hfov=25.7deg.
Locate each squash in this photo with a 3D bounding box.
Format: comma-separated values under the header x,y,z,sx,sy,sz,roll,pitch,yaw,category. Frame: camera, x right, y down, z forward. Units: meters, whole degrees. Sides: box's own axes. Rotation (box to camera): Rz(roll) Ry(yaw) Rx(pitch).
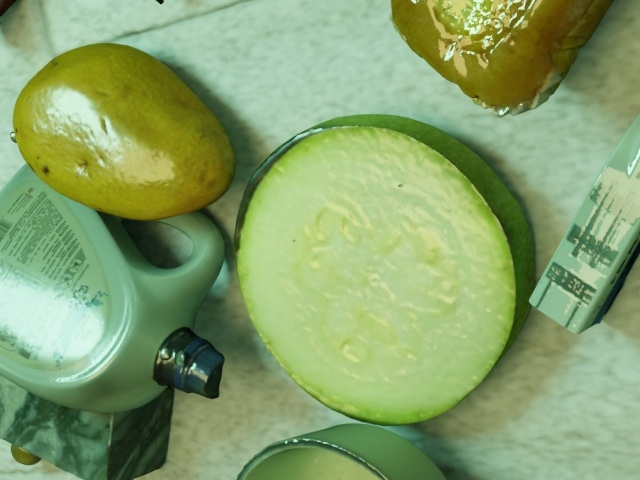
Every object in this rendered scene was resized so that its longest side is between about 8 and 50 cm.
x,y,z,sx,sy,sz,roll,pitch,yaw,category
0.044,0.022,1.127,0.252,0.049,0.252,10,111,26,squash

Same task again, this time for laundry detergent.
x,y,z,sx,sy,sz,roll,pitch,yaw,category
-0.190,0.051,1.262,0.280,0.105,0.215,22,74,28,laundry detergent

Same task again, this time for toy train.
x,y,z,sx,sy,sz,roll,pitch,yaw,category
0.227,-0.042,1.005,0.052,0.051,0.234,35,117,20,toy train

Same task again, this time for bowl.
x,y,z,sx,sy,sz,roll,pitch,yaw,category
0.036,0.239,1.151,0.211,0.112,0.211,13,114,31,bowl

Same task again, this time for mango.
x,y,z,sx,sy,sz,roll,pitch,yaw,category
-0.170,-0.095,1.235,0.227,0.109,0.147,20,78,25,mango

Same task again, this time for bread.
x,y,z,sx,sy,sz,roll,pitch,yaw,category
0.165,-0.238,0.971,0.152,0.119,0.288,39,119,19,bread

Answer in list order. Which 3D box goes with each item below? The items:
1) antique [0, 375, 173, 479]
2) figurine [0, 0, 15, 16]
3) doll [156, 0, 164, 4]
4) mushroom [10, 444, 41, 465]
x,y,z,sx,sy,sz,roll,pitch,yaw,category
-0.241,0.161,1.355,0.183,0.086,0.088,19,109,31,antique
-0.345,-0.300,1.254,0.338,0.204,0.283,17,126,43,figurine
-0.191,-0.346,1.220,0.117,0.086,0.291,-30,84,42,doll
-0.404,0.211,1.515,0.306,0.043,0.068,-6,71,38,mushroom
